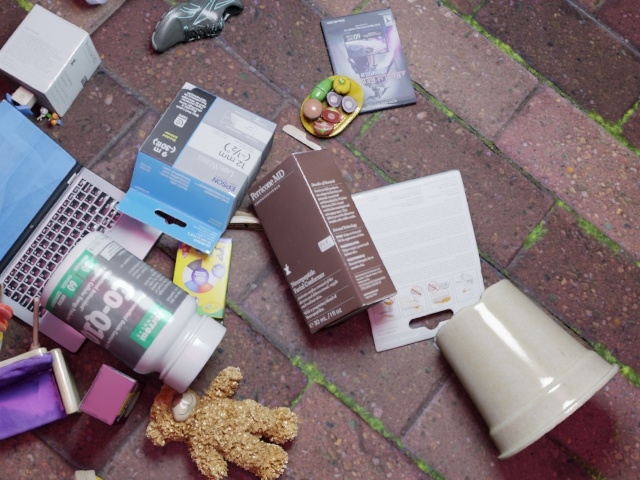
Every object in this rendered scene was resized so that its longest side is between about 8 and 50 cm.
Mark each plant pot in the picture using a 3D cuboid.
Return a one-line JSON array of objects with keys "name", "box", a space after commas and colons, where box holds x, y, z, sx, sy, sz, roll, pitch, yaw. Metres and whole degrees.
[{"name": "plant pot", "box": [0.434, 0.268, 1.650, 0.333, 0.334, 0.305, -35, 73, -12]}]

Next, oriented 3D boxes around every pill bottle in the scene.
[{"name": "pill bottle", "box": [-0.398, 0.159, 1.590, 0.361, 0.204, 0.204, 35, 76, -5]}]

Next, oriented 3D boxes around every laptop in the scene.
[{"name": "laptop", "box": [-0.623, -0.021, 1.639, 0.407, 0.236, 0.382, 33, 77, 2]}]

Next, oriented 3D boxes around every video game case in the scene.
[{"name": "video game case", "box": [0.125, -0.469, 1.924, 0.196, 0.026, 0.274, -12, 78, -8]}]

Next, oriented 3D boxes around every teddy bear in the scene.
[{"name": "teddy bear", "box": [-0.216, 0.413, 1.643, 0.338, 0.113, 0.245, 35, 74, 3]}]

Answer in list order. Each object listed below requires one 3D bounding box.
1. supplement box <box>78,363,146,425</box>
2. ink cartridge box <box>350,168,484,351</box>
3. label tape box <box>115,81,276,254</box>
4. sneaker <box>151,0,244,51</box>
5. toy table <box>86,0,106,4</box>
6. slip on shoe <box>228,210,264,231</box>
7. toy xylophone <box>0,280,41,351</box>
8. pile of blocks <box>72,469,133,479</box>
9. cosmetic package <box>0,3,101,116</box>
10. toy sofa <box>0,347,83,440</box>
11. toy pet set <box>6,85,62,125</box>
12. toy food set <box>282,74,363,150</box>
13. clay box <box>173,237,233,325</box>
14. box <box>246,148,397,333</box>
[{"name": "supplement box", "box": [-0.448, 0.338, 1.596, 0.080, 0.188, 0.104, 27, 76, 1]}, {"name": "ink cartridge box", "box": [0.229, 0.046, 1.804, 0.308, 0.091, 0.385, -14, 96, -9]}, {"name": "label tape box", "box": [-0.288, -0.176, 1.731, 0.249, 0.115, 0.348, 26, 59, 0]}, {"name": "sneaker", "box": [-0.312, -0.561, 1.864, 0.267, 0.101, 0.106, -43, 87, -13]}, {"name": "toy table", "box": [-0.509, -0.731, 1.829, 0.160, 0.252, 0.274, -8, 86, 10]}, {"name": "slip on shoe", "box": [-0.167, -0.051, 1.789, 0.135, 0.051, 0.041, 2, 65, 1]}, {"name": "toy xylophone", "box": [-0.726, 0.176, 1.573, 0.236, 0.323, 0.081, 12, 44, -1]}, {"name": "pile of blocks", "box": [-0.392, 0.630, 1.592, 0.362, 0.149, 0.113, 33, 119, 12]}, {"name": "cosmetic package", "box": [-0.656, -0.432, 1.773, 0.151, 0.151, 0.184, 30, 77, 2]}, {"name": "toy sofa", "box": [-0.714, 0.360, 1.573, 0.362, 0.177, 0.150, -18, 79, -10]}, {"name": "toy pet set", "box": [-0.701, -0.310, 1.759, 0.122, 0.114, 0.065, 33, 76, 2]}, {"name": "toy food set", "box": [0.015, -0.334, 1.840, 0.128, 0.071, 0.218, 40, 83, 9]}, {"name": "clay box", "box": [-0.283, 0.100, 1.737, 0.127, 0.053, 0.222, 6, 76, -3]}, {"name": "box", "box": [0.000, 0.000, 1.700, 0.143, 0.191, 0.382, -12, 73, -48]}]
